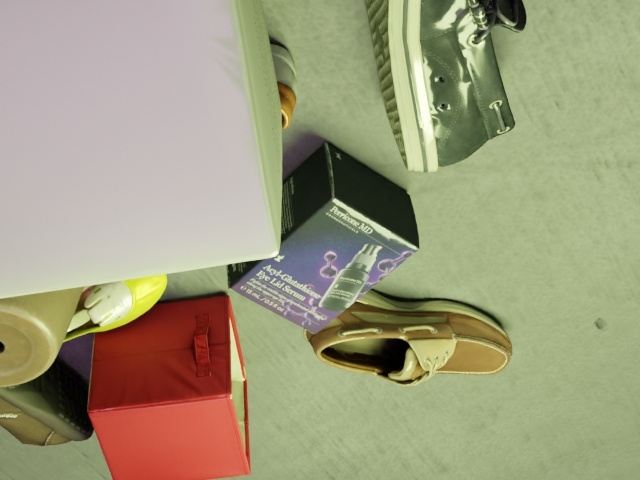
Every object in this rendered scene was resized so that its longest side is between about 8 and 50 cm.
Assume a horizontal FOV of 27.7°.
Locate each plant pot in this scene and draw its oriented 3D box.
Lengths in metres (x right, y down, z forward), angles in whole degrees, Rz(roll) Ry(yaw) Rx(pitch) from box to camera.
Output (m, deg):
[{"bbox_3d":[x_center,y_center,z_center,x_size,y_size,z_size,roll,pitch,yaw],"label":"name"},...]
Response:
[{"bbox_3d":[-0.391,0.045,1.575,0.263,0.229,0.263,-3,134,-3],"label":"plant pot"}]

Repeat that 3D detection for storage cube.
[{"bbox_3d":[-0.205,0.209,1.793,0.193,0.183,0.215,-7,136,2],"label":"storage cube"}]

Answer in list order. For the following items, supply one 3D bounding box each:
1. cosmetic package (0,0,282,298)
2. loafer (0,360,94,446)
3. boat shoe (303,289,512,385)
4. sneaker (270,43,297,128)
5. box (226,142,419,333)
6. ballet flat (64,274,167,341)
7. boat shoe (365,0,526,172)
[{"bbox_3d":[-0.219,-0.184,1.200,0.329,0.393,0.327,-8,114,2],"label":"cosmetic package"},{"bbox_3d":[-0.460,0.192,1.775,0.130,0.134,0.366,-26,132,17],"label":"loafer"},{"bbox_3d":[0.122,0.154,1.827,0.324,0.116,0.123,10,132,-17],"label":"boat shoe"},{"bbox_3d":[-0.170,-0.151,1.486,0.290,0.123,0.106,-11,137,5],"label":"sneaker"},{"bbox_3d":[0.000,0.000,1.666,0.153,0.108,0.207,29,125,-30],"label":"box"},{"bbox_3d":[-0.311,0.096,1.730,0.231,0.077,0.077,-23,101,16],"label":"ballet flat"},{"bbox_3d":[0.130,-0.272,1.372,0.156,0.187,0.500,-14,140,-1],"label":"boat shoe"}]
